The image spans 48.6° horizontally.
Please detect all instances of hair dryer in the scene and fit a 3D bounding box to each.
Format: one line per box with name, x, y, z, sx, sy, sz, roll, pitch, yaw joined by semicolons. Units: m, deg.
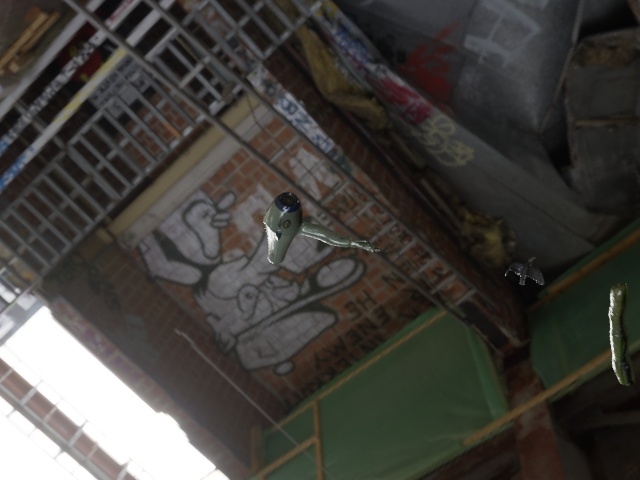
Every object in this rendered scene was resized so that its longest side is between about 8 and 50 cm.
hair dryer;-0.015;0.006;1.242;0.167;0.199;0.067;-51;-164;52

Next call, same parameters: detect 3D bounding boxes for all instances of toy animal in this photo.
toy animal;0.362;0.052;1.235;0.050;0.028;0.084;-48;-148;-20

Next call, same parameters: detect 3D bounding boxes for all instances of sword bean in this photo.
sword bean;0.618;0.197;1.455;0.043;0.269;0.038;-16;-149;3
